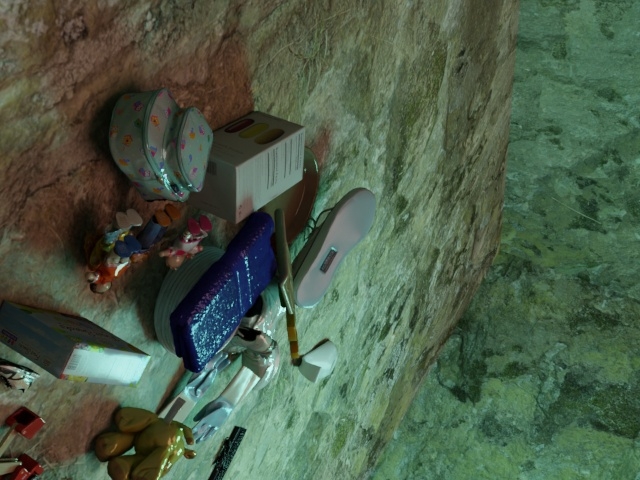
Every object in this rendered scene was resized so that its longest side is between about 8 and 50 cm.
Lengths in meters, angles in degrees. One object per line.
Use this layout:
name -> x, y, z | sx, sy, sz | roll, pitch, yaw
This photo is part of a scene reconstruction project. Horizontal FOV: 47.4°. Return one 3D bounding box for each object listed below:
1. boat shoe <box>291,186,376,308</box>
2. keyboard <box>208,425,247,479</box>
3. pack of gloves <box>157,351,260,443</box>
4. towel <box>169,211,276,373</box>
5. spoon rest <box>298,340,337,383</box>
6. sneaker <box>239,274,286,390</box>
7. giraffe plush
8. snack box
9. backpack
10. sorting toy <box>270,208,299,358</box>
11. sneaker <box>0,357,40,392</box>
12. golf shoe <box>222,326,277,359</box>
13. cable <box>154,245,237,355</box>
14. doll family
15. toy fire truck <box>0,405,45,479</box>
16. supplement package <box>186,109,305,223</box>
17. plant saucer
boat shoe -> 0.005, 0.006, 1.979 | 0.136, 0.156, 0.367 | 36, 81, -39
keyboard -> -0.260, 0.621, 2.057 | 0.192, 0.038, 0.100 | -65, 154, -10
pack of gloves -> -0.282, 0.379, 1.785 | 0.232, 0.046, 0.195 | -50, 134, -10
towel -> -0.201, 0.102, 1.500 | 0.308, 0.076, 0.227 | -54, 160, -32
spoon rest -> -0.009, 0.395, 2.349 | 0.276, 0.084, 0.137 | 3, 108, -77
sneaker -> -0.172, 0.238, 1.871 | 0.152, 0.114, 0.305 | -1, 102, -56
giraffe plush -> -0.361, 0.450, 1.589 | 0.210, 0.181, 0.170 | -37, 156, -20
snack box -> -0.419, 0.179, 1.240 | 0.070, 0.174, 0.207 | -65, 154, -3
backpack -> -0.277, -0.170, 1.270 | 0.188, 0.144, 0.166 | 52, 41, -54
sorting toy -> -0.087, 0.108, 1.724 | 0.229, 0.041, 0.307 | 85, -1, -54
sneaker -> -0.522, 0.231, 1.237 | 0.043, 0.040, 0.109 | -59, 153, -14
golf shoe -> -0.189, 0.228, 1.746 | 0.069, 0.176, 0.086 | -65, 143, -35
cable -> -0.261, 0.141, 1.619 | 0.257, 0.089, 0.257 | -67, 154, -3
doll family -> -0.332, 0.003, 1.321 | 0.263, 0.118, 0.163 | -19, 161, -49
toy fire truck -> -0.558, 0.405, 1.292 | 0.192, 0.047, 0.135 | -50, 149, -32
supplement package -> -0.155, -0.161, 1.535 | 0.244, 0.139, 0.134 | -40, 143, -47
plant saucer -> -0.093, -0.107, 1.815 | 0.278, 0.041, 0.278 | -45, 147, -41
